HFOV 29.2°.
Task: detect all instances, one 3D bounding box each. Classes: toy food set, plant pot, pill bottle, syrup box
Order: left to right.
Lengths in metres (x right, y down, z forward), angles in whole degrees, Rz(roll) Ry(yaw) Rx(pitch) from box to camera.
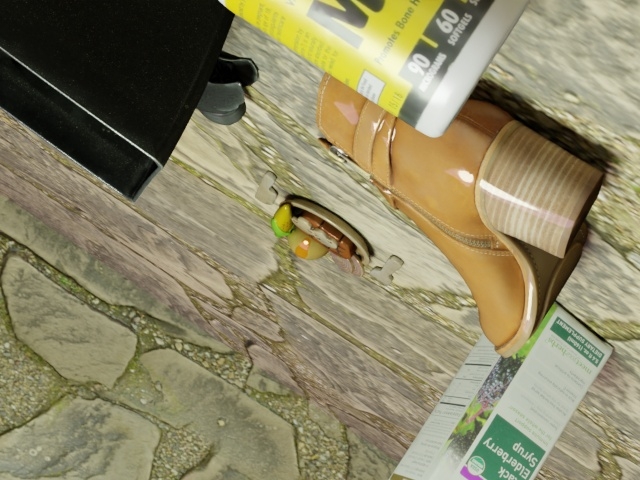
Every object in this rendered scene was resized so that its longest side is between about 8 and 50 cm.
[{"bbox_3d":[-0.171,-0.163,1.001,0.187,0.167,0.188,36,166,-9],"label":"plant pot"},{"bbox_3d":[0.000,0.000,1.406,0.192,0.038,0.132,34,165,1],"label":"toy food set"},{"bbox_3d":[0.012,-0.161,0.705,0.208,0.119,0.119,33,165,3],"label":"pill bottle"},{"bbox_3d":[0.174,0.176,1.202,0.093,0.237,0.096,38,165,-12],"label":"syrup box"}]

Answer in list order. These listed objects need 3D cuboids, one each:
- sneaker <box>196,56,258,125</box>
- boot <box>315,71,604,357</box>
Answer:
[{"bbox_3d":[-0.129,-0.159,1.163,0.170,0.051,0.089,22,162,23],"label":"sneaker"},{"bbox_3d":[0.096,-0.023,0.980,0.220,0.109,0.283,28,162,16],"label":"boot"}]
